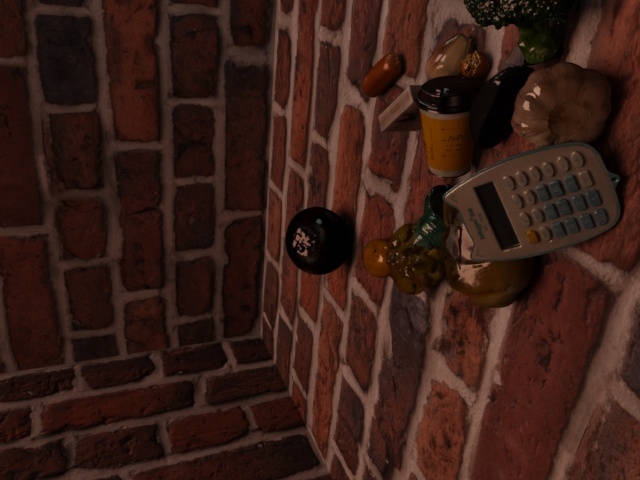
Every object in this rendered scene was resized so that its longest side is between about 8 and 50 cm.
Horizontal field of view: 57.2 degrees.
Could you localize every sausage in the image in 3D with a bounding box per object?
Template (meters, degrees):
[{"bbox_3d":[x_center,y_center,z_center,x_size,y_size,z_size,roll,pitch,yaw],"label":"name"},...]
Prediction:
[{"bbox_3d":[0.228,-0.620,2.209,0.238,0.098,0.098,146,117,-65],"label":"sausage"}]

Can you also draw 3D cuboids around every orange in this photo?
[{"bbox_3d":[0.447,-0.501,1.699,0.062,0.086,0.086,-64,3,-33],"label":"orange"}]

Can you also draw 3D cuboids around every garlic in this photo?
[{"bbox_3d":[0.549,-0.324,1.367,0.212,0.219,0.218,-75,-3,-54],"label":"garlic"},{"bbox_3d":[0.382,-0.538,1.807,0.207,0.115,0.128,149,108,-70],"label":"garlic"}]

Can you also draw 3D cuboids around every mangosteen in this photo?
[{"bbox_3d":[-0.006,0.000,2.703,0.330,0.330,0.330,175,90,-69],"label":"mangosteen"}]

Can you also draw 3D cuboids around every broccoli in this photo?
[{"bbox_3d":[0.496,-0.562,1.367,0.297,0.297,0.297,51,178,-32],"label":"broccoli"}]

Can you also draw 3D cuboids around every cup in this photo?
[{"bbox_3d":[0.383,-0.336,1.734,0.196,0.196,0.279,-125,20,-52],"label":"cup"}]

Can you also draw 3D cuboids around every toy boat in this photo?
[{"bbox_3d":[0.527,-0.484,1.579,0.115,0.016,0.063,119,140,-56],"label":"toy boat"}]

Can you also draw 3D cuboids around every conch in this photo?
[{"bbox_3d":[0.372,-0.053,1.856,0.196,0.202,0.134,48,144,1],"label":"conch"}]

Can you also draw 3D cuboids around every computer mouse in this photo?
[{"bbox_3d":[0.473,-0.366,1.569,0.269,0.138,0.086,103,148,-52],"label":"computer mouse"}]

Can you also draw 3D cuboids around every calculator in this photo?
[{"bbox_3d":[0.506,-0.088,1.393,0.386,0.054,0.256,-18,106,36],"label":"calculator"}]

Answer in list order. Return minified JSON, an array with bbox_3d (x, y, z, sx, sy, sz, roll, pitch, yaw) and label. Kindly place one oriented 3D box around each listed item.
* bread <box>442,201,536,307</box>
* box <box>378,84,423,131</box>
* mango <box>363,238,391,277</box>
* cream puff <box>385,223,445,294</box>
[{"bbox_3d":[0.448,0.026,1.648,0.300,0.210,0.341,-138,47,-63],"label":"bread"},{"bbox_3d":[0.311,-0.438,1.959,0.233,0.150,0.067,143,116,-66],"label":"box"},{"bbox_3d":[0.227,0.073,2.349,0.262,0.109,0.157,160,100,-70],"label":"mango"},{"bbox_3d":[0.326,0.065,2.032,0.244,0.196,0.244,36,147,28],"label":"cream puff"}]
